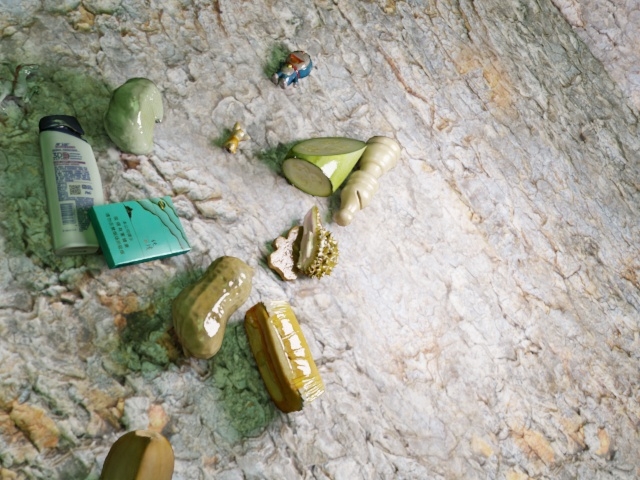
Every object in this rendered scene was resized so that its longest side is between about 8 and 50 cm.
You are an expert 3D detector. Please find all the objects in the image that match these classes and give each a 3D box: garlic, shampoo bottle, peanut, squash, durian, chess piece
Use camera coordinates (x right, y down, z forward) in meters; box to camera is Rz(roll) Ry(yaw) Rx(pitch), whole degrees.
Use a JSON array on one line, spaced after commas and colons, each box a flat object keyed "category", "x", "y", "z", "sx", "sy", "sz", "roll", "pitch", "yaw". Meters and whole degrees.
[{"category": "garlic", "x": -0.422, "y": 0.567, "z": 1.318, "sx": 0.151, "sy": 0.196, "sz": 0.338, "roll": 18, "pitch": 65, "yaw": 1}, {"category": "shampoo bottle", "x": -0.620, "y": -0.142, "z": 1.575, "sx": 0.134, "sy": 0.078, "sz": 0.359, "roll": -4, "pitch": 71, "yaw": -32}, {"category": "peanut", "x": -0.278, "y": 0.154, "z": 1.576, "sx": 0.159, "sy": 0.143, "sz": 0.291, "roll": 29, "pitch": 55, "yaw": -2}, {"category": "squash", "x": 0.020, "y": -0.270, "z": 1.854, "sx": 0.189, "sy": 0.189, "sz": 0.260, "roll": 36, "pitch": 64, "yaw": -8}, {"category": "durian", "x": 0.000, "y": -0.003, "z": 1.772, "sx": 0.140, "sy": 0.078, "sz": 0.224, "roll": 4, "pitch": 73, "yaw": -29}, {"category": "chess piece", "x": 0.125, "y": -0.168, "z": 1.899, "sx": 0.307, "sy": 0.139, "sz": 0.124, "roll": -59, "pitch": 139, "yaw": -23}]

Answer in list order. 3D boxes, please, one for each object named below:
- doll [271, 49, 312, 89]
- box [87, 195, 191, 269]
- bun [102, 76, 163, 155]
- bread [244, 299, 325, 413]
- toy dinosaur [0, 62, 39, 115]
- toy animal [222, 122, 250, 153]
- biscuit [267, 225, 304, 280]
[{"category": "doll", "x": -0.084, "y": -0.540, "z": 1.976, "sx": 0.114, "sy": 0.085, "sz": 0.152, "roll": 40, "pitch": 68, "yaw": 16}, {"category": "box", "x": -0.453, "y": -0.024, "z": 1.586, "sx": 0.226, "sy": 0.042, "sz": 0.160, "roll": -13, "pitch": 77, "yaw": -47}, {"category": "bun", "x": -0.500, "y": -0.329, "z": 1.666, "sx": 0.127, "sy": 0.203, "sz": 0.212, "roll": 6, "pitch": 29, "yaw": 3}, {"category": "bread", "x": -0.096, "y": 0.290, "z": 1.598, "sx": 0.119, "sy": 0.152, "sz": 0.288, "roll": -16, "pitch": 78, "yaw": -35}, {"category": "toy dinosaur", "x": -0.837, "y": -0.382, "z": 1.586, "sx": 0.242, "sy": 0.053, "sz": 0.167, "roll": -5, "pitch": 71, "yaw": -26}, {"category": "toy animal", "x": -0.244, "y": -0.295, "z": 1.812, "sx": 0.060, "sy": 0.081, "sz": 0.083, "roll": 38, "pitch": 79, "yaw": -3}, {"category": "biscuit", "x": -0.075, "y": 0.030, "z": 1.781, "sx": 0.133, "sy": 0.027, "sz": 0.184, "roll": 33, "pitch": 60, "yaw": -14}]
